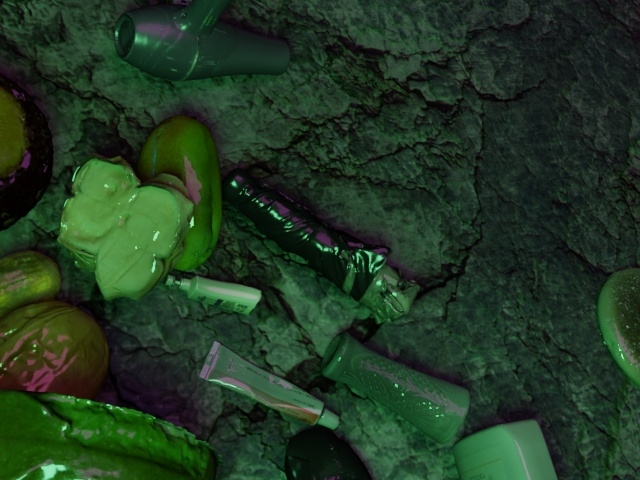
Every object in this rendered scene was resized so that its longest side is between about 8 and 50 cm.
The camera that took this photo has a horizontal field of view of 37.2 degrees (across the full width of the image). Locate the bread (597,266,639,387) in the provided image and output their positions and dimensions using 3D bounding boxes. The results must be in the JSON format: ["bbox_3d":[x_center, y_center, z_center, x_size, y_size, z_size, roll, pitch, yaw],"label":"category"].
[{"bbox_3d":[0.634,0.171,1.798,0.267,0.040,0.267,14,59,-24],"label":"bread"}]

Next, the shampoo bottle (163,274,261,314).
[{"bbox_3d":[-0.160,0.074,1.387,0.141,0.049,0.034,16,60,-20],"label":"shampoo bottle"}]

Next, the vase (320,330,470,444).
[{"bbox_3d":[0.110,0.218,1.442,0.219,0.096,0.096,29,54,-10],"label":"vase"}]

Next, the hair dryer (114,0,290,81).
[{"bbox_3d":[-0.115,-0.364,1.454,0.301,0.361,0.121,-1,66,-39],"label":"hair dryer"}]

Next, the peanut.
[{"bbox_3d":[-0.428,0.072,1.211,0.206,0.087,0.087,-22,78,-39],"label":"peanut"}]

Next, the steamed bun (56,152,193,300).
[{"bbox_3d":[-0.263,-0.013,1.310,0.177,0.106,0.192,18,93,13],"label":"steamed bun"}]

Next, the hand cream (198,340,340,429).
[{"bbox_3d":[-0.070,0.220,1.374,0.216,0.038,0.052,28,30,-8],"label":"hand cream"}]

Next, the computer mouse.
[{"bbox_3d":[0.024,0.363,1.325,0.122,0.073,0.217,-11,74,-31],"label":"computer mouse"}]

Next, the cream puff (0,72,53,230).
[{"bbox_3d":[-0.468,-0.111,1.232,0.239,0.165,0.239,11,60,-20],"label":"cream puff"}]

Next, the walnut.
[{"bbox_3d":[-0.353,0.165,1.164,0.159,0.159,0.206,47,59,0],"label":"walnut"}]

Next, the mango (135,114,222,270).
[{"bbox_3d":[-0.207,-0.072,1.399,0.125,0.111,0.233,-2,82,9],"label":"mango"}]

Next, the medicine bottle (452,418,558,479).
[{"bbox_3d":[0.296,0.422,1.394,0.111,0.161,0.296,-2,65,-29],"label":"medicine bottle"}]

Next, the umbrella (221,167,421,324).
[{"bbox_3d":[0.003,-0.003,1.481,0.357,0.113,0.106,36,75,-9],"label":"umbrella"}]

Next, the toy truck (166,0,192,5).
[{"bbox_3d":[-0.231,-0.411,1.598,0.062,0.052,0.123,4,62,-24],"label":"toy truck"}]

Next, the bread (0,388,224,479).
[{"bbox_3d":[-0.279,0.278,1.015,0.366,0.382,0.129,-3,60,18],"label":"bread"}]
